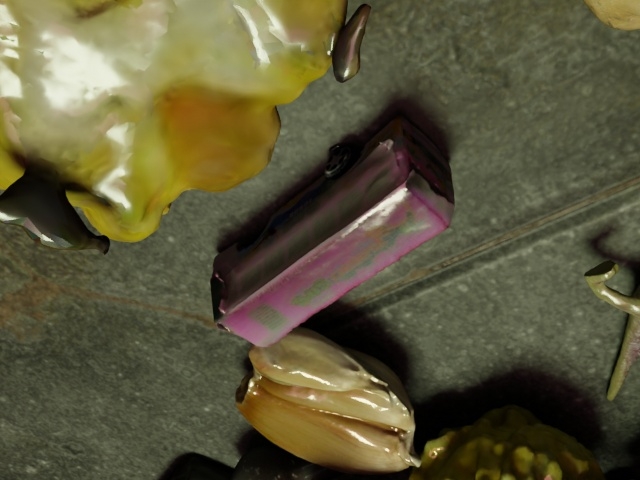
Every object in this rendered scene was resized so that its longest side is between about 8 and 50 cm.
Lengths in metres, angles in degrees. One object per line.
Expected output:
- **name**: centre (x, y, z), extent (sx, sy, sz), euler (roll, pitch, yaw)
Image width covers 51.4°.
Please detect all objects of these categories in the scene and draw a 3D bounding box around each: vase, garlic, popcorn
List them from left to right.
- **popcorn**: centre (-0.141, -0.148, 0.492), extent (0.315, 0.281, 0.297), euler (-13, 129, -25)
- **vase**: centre (-0.030, 0.319, 0.894), extent (0.182, 0.120, 0.120), euler (-25, 119, 6)
- **garlic**: centre (0.014, 0.192, 0.794), extent (0.227, 0.110, 0.217), euler (27, 137, 2)
- **popcorn**: centre (0.213, 0.318, 0.777), extent (0.225, 0.249, 0.249), euler (16, 135, 41)

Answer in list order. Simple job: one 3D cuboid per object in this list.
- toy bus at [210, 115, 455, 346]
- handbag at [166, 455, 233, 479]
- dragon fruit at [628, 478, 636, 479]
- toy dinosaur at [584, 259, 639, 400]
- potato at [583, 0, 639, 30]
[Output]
- **toy bus**: centre (0.000, 0.000, 0.656), extent (0.090, 0.112, 0.274), euler (37, 122, -27)
- **handbag**: centre (-0.150, 0.450, 1.016), extent (0.246, 0.080, 0.223), euler (29, 125, -12)
- **dragon fruit**: centre (0.414, 0.404, 0.855), extent (0.172, 0.160, 0.166), euler (43, 162, -17)
- **toy dinosaur**: centre (0.348, 0.084, 0.675), extent (0.200, 0.072, 0.251), euler (48, 132, -10)
- **potato**: centre (0.232, -0.219, 0.464), extent (0.112, 0.112, 0.147), euler (6, 120, 5)
